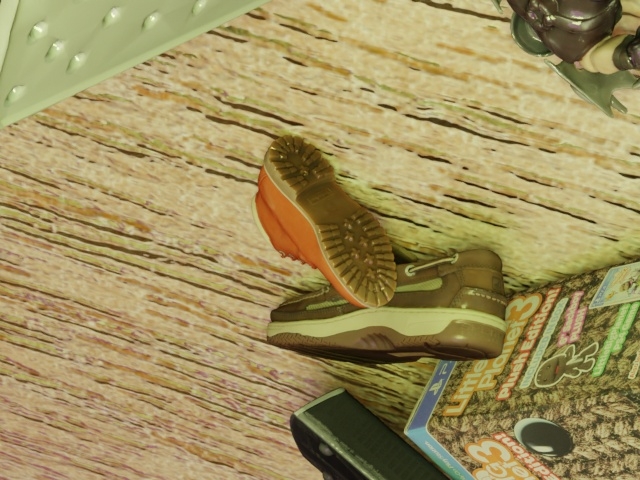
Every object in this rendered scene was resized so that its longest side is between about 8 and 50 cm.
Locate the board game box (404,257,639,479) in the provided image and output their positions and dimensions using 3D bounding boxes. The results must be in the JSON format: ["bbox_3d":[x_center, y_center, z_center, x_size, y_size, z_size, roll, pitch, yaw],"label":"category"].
[{"bbox_3d":[0.257,0.147,1.087,0.232,0.141,0.291,45,144,-19],"label":"board game box"}]

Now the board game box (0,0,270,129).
[{"bbox_3d":[-0.001,-0.269,0.703,0.050,0.390,0.390,43,136,13],"label":"board game box"}]

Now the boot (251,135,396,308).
[{"bbox_3d":[0.000,0.000,1.129,0.158,0.059,0.084,55,142,18],"label":"boot"}]

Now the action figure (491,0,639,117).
[{"bbox_3d":[0.175,-0.179,0.860,0.185,0.099,0.285,38,164,4],"label":"action figure"}]

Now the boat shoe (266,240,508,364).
[{"bbox_3d":[0.057,0.049,1.168,0.095,0.095,0.257,20,163,-41],"label":"boat shoe"}]

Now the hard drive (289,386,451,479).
[{"bbox_3d":[0.051,0.205,1.228,0.172,0.054,0.254,39,168,11],"label":"hard drive"}]
